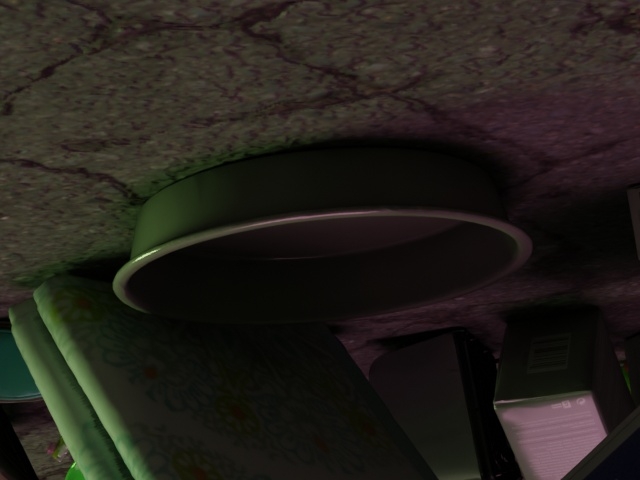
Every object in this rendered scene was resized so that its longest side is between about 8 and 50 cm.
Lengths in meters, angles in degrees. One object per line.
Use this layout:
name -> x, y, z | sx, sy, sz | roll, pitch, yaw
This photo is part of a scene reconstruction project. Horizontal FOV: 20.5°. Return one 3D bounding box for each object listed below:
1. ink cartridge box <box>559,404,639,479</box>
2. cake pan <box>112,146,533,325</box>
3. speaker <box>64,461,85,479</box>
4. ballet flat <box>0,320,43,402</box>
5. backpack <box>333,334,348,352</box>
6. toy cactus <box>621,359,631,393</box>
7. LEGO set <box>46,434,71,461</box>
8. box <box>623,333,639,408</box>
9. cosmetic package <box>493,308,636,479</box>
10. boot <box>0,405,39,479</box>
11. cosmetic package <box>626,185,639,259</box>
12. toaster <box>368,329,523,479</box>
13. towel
ink cartridge box -> 0.276, 0.168, 1.367 | 0.324, 0.071, 0.330 | -43, 161, -4
cake pan -> 0.000, 0.000, 1.239 | 0.293, 0.054, 0.293 | -5, 165, -1
speaker -> -0.177, 0.320, 2.191 | 0.131, 0.131, 0.296 | -17, 161, 35
ballet flat -> -0.305, 0.101, 1.505 | 0.213, 0.072, 0.068 | -5, -168, 0
backpack -> -0.014, 0.140, 1.625 | 0.105, 0.114, 0.084 | -9, 164, 3
toy cactus -> 0.392, 0.192, 1.899 | 0.180, 0.112, 0.219 | 26, -175, 21
LEGO set -> -0.160, 0.176, 1.598 | 0.132, 0.107, 0.287 | 32, 175, 23
box -> 0.387, 0.142, 1.746 | 0.091, 0.130, 0.170 | 1, 164, -22
cosmetic package -> 0.251, 0.197, 1.686 | 0.107, 0.127, 0.238 | -10, 121, 19
boot -> -0.424, 0.265, 1.741 | 0.284, 0.138, 0.377 | -27, 175, -11
cosmetic package -> 0.325, 0.000, 1.345 | 0.098, 0.060, 0.239 | -14, 163, 30
toaster -> 0.129, 0.193, 1.742 | 0.110, 0.186, 0.168 | -14, 163, 14
towel -> -0.045, 0.182, 1.364 | 0.320, 0.374, 0.090 | 11, 123, -46
